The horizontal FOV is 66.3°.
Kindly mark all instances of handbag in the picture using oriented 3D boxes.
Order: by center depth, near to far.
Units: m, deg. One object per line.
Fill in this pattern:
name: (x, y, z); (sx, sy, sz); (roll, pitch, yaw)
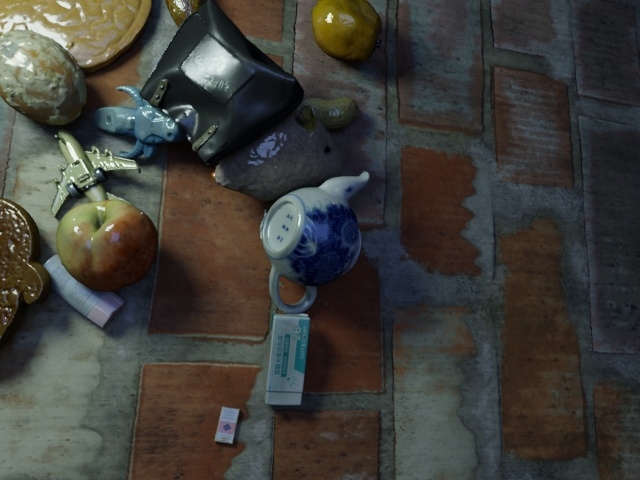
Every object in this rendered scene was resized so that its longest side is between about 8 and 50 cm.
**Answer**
handbag: (-0.248, -0.358, 1.146); (0.342, 0.152, 0.288); (44, 92, 9)

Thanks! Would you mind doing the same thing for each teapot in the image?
teapot: (0.000, 0.000, 1.263); (0.280, 0.252, 0.424); (19, 98, -41)

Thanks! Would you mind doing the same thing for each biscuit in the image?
biscuit: (-0.765, 0.078, 1.108); (0.314, 0.063, 0.367); (10, 79, -3)
biscuit: (-0.643, -0.642, 1.292); (0.365, 0.062, 0.385); (20, 75, -10)

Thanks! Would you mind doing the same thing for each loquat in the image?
loquat: (0.078, -0.610, 1.419); (0.234, 0.176, 0.187); (22, 75, -21)

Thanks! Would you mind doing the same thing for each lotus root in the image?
lotus root: (-0.369, -0.643, 1.352); (0.108, 0.094, 0.191); (-13, 88, 18)

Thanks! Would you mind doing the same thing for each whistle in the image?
whistle: (-0.448, -0.294, 1.240); (0.269, 0.093, 0.180); (7, 108, 8)

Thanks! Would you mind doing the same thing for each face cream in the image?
face cream: (-0.572, 0.119, 1.173); (0.198, 0.057, 0.084); (40, 75, -7)

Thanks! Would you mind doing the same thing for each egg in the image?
egg: (-0.671, -0.385, 1.171); (0.195, 0.195, 0.233); (-36, 108, -18)

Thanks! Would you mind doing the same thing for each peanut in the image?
peanut: (0.014, -0.361, 1.402); (0.214, 0.090, 0.098); (-10, 41, -19)

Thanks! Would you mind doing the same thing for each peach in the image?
peach: (-0.489, 0.019, 1.142); (0.232, 0.232, 0.233); (3, 79, -14)

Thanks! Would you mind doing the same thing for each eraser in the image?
eraser: (-0.085, 0.300, 1.249); (0.095, 0.052, 0.225); (6, 91, -14)

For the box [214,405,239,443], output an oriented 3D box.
box: (-0.233, 0.460, 1.222); (0.046, 0.012, 0.083); (14, 77, -13)

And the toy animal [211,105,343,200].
toy animal: (-0.114, -0.226, 1.279); (0.358, 0.188, 0.226); (-18, 109, -29)

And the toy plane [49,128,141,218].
toy plane: (-0.578, -0.164, 1.207); (0.242, 0.104, 0.256); (-31, 95, -3)

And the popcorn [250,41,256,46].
popcorn: (-0.194, -0.408, 1.307); (0.185, 0.167, 0.187); (35, 66, 12)
